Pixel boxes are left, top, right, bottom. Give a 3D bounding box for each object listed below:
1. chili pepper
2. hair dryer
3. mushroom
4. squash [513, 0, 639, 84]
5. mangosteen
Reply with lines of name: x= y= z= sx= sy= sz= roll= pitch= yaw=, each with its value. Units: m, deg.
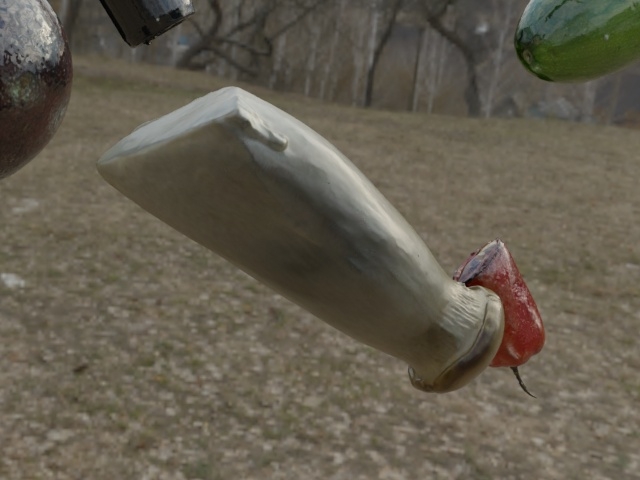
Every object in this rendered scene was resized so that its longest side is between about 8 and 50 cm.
chili pepper: x=0.197 y=0.096 z=1.058 sx=0.086 sy=0.192 sz=0.084 roll=-27 pitch=19 yaw=0
hair dryer: x=-0.098 y=-0.240 z=0.737 sx=0.255 sy=0.128 sz=0.070 roll=-14 pitch=21 yaw=46
mushroom: x=0.003 y=-0.008 z=0.901 sx=0.407 sy=0.154 sz=0.137 roll=33 pitch=28 yaw=-15
squash: x=0.250 y=-0.190 z=0.696 sx=0.292 sy=0.082 sz=0.082 roll=-33 pitch=30 yaw=-17
mangosteen: x=-0.403 y=-0.204 z=1.043 sx=0.300 sy=0.300 sz=0.300 roll=5 pitch=15 yaw=-1
